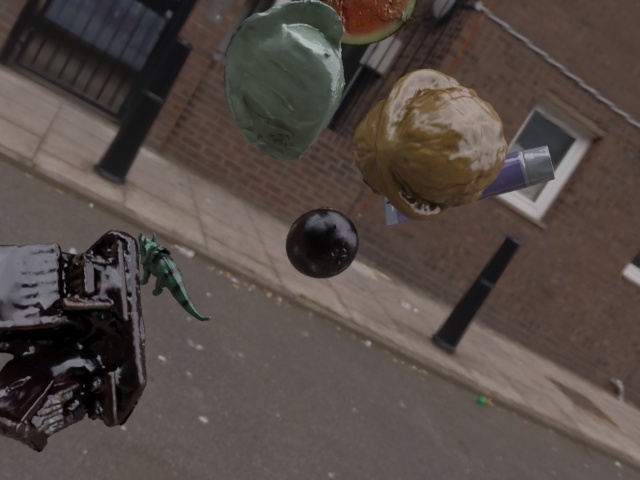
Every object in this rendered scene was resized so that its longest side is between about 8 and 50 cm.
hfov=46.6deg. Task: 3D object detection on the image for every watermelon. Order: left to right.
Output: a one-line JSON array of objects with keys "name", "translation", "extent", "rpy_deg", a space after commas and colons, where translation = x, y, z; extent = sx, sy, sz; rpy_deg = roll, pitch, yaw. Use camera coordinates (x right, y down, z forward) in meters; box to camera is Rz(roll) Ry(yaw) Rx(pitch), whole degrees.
[{"name": "watermelon", "translation": [0.086, -0.460, 1.515], "extent": [0.245, 0.119, 0.063], "rpy_deg": [-11, 54, -18]}]

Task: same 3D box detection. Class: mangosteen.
[{"name": "mangosteen", "translation": [0.000, 0.000, 1.498], "extent": [0.152, 0.152, 0.152], "rpy_deg": [31, 8, -5]}]

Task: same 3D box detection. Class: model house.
[{"name": "model house", "translation": [-0.257, 0.093, 0.707], "extent": [0.164, 0.141, 0.203], "rpy_deg": [12, 65, -74]}]

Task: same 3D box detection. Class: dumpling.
[{"name": "dumpling", "translation": [-0.042, -0.212, 0.982], "extent": [0.152, 0.219, 0.108], "rpy_deg": [24, 23, 11]}]

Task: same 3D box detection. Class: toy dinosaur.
[{"name": "toy dinosaur", "translation": [-0.398, 0.105, 1.918], "extent": [0.079, 0.120, 0.292], "rpy_deg": [-23, 80, -46]}]

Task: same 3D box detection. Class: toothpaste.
[{"name": "toothpaste", "translation": [0.314, -0.127, 1.620], "extent": [0.080, 0.371, 0.125], "rpy_deg": [54, 28, -53]}]

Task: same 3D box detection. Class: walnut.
[{"name": "walnut", "translation": [0.174, -0.154, 1.200], "extent": [0.224, 0.257, 0.257], "rpy_deg": [6, -12, 42]}]
